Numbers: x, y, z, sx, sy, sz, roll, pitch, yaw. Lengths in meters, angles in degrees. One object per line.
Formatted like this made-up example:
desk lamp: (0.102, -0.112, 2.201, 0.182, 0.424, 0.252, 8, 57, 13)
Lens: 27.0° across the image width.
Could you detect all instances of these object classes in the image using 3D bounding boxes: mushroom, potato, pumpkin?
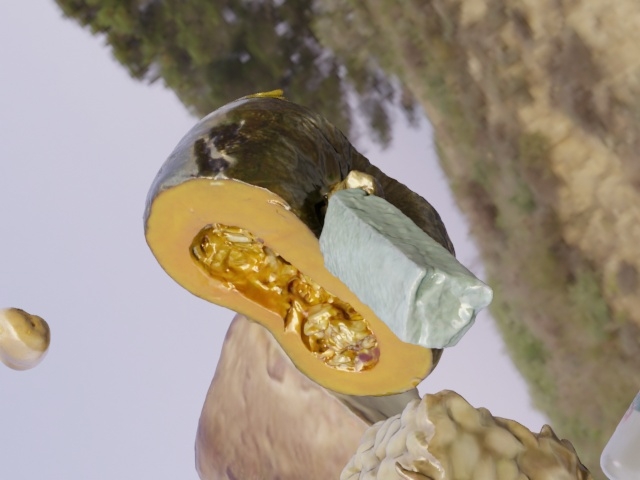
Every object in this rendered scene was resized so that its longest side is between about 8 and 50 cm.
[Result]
mushroom: (0.025, 0.281, 1.541, 0.224, 0.313, 0.397, 11, -159, -39)
potato: (-0.315, 0.105, 1.402, 0.068, 0.083, 0.062, 41, -136, 23)
pumpkin: (0.000, 0.000, 1.243, 0.317, 0.222, 0.139, 40, -140, -12)

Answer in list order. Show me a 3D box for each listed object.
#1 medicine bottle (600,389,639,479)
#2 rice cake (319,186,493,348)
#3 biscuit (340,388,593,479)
medicine bottle: (0.367, 0.206, 1.198, 0.208, 0.339, 0.208, 32, 179, 1)
rice cake: (0.058, 0.022, 1.071, 0.063, 0.069, 0.206, 6, -159, -25)
biscuit: (0.031, 0.128, 0.372, 0.082, 0.070, 0.168, 21, -121, -19)
